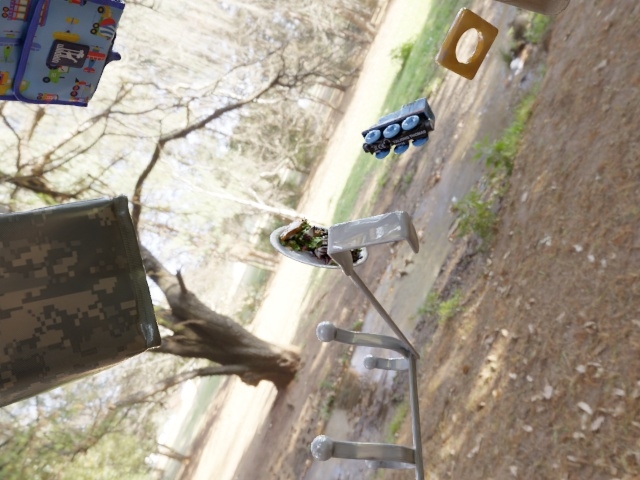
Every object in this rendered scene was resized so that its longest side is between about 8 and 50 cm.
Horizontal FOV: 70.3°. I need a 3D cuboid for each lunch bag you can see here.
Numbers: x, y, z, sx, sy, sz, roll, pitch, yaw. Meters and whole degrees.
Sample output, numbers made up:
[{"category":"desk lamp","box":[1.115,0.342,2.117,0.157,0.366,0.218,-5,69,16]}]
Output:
[{"category":"lunch bag","box":[-0.479,-0.339,0.745,0.293,0.138,0.221,-5,-38,-48]},{"category":"lunch bag","box":[-0.308,0.074,0.465,0.287,0.235,0.169,-28,77,60]}]

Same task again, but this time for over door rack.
[{"category":"over door rack","box":[0.036,0.162,0.367,0.324,0.108,0.240,70,-162,-58]}]

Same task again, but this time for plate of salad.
[{"category":"plate of salad","box":[0.000,0.000,0.904,0.200,0.199,0.048,-80,1,-67]}]

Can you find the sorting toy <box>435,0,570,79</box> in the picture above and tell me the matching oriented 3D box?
[{"category":"sorting toy","box":[0.226,-0.331,0.451,0.047,0.195,0.348,51,136,45]}]

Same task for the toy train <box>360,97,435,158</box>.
[{"category":"toy train","box":[0.184,-0.262,1.082,0.184,0.080,0.105,-14,44,32]}]
